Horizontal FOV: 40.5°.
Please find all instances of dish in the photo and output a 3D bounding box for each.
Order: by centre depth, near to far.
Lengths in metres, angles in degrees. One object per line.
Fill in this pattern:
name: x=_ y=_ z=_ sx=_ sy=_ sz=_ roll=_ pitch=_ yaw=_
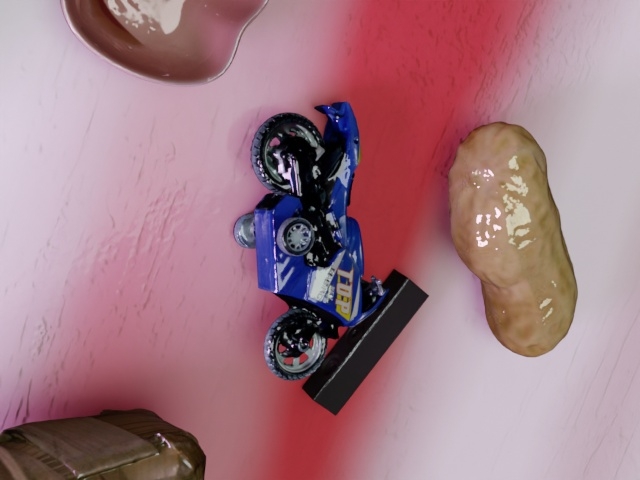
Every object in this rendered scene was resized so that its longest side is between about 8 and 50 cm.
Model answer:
dish: x=-0.162 y=-0.264 z=0.870 sx=0.213 sy=0.090 sz=0.213 roll=-7 pitch=108 yaw=-23

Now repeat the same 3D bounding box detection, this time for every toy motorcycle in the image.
toy motorcycle: x=0.000 y=0.000 z=0.999 sx=0.169 sy=0.113 sz=0.315 roll=-7 pitch=98 yaw=-32

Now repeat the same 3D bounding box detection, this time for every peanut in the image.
peanut: x=0.236 y=0.008 z=1.081 sx=0.147 sy=0.147 sz=0.319 roll=-24 pitch=114 yaw=-15

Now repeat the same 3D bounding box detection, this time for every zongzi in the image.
zongzi: x=-0.355 y=0.433 z=0.871 sx=0.467 sy=0.218 sz=0.500 roll=-5 pitch=104 yaw=-31

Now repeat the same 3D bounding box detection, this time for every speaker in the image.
speaker: x=0.057 y=0.128 z=1.090 sx=0.046 sy=0.040 sz=0.191 roll=40 pitch=86 yaw=-28
